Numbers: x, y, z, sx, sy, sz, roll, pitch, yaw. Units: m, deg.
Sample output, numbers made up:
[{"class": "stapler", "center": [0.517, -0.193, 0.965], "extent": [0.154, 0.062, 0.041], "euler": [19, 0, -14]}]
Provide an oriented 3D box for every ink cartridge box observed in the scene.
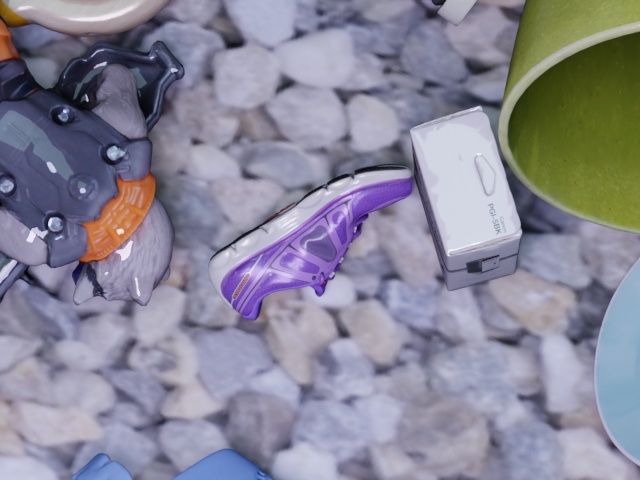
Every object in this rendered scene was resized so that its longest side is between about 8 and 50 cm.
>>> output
[{"class": "ink cartridge box", "center": [0.104, -0.027, 1.353], "extent": [0.056, 0.135, 0.099], "euler": [-16, 77, 1]}]

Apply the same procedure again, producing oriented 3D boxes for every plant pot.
[{"class": "plant pot", "center": [0.267, -0.196, 1.335], "extent": [0.274, 0.275, 0.294], "euler": [3, 61, 4]}]

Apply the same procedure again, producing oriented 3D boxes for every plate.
[{"class": "plate", "center": [0.267, 0.074, 1.323], "extent": [0.024, 0.188, 0.188], "euler": [21, 77, -33]}]

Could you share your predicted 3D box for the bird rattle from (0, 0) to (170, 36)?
[{"class": "bird rattle", "center": [-0.171, -0.260, 1.454], "extent": [0.253, 0.143, 0.207], "euler": [-3, 89, -10]}]

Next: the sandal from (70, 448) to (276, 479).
[{"class": "sandal", "center": [-0.058, 0.205, 1.325], "extent": [0.317, 0.126, 0.138], "euler": [-4, 58, -3]}]

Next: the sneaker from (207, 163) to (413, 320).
[{"class": "sneaker", "center": [0.000, 0.000, 1.401], "extent": [0.170, 0.068, 0.071], "euler": [-33, 93, 5]}]

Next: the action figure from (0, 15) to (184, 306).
[{"class": "action figure", "center": [-0.257, -0.040, 1.346], "extent": [0.330, 0.178, 0.341], "euler": [32, 86, -9]}]

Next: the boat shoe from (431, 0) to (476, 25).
[{"class": "boat shoe", "center": [0.144, -0.326, 1.370], "extent": [0.113, 0.127, 0.340], "euler": [31, 116, 0]}]
